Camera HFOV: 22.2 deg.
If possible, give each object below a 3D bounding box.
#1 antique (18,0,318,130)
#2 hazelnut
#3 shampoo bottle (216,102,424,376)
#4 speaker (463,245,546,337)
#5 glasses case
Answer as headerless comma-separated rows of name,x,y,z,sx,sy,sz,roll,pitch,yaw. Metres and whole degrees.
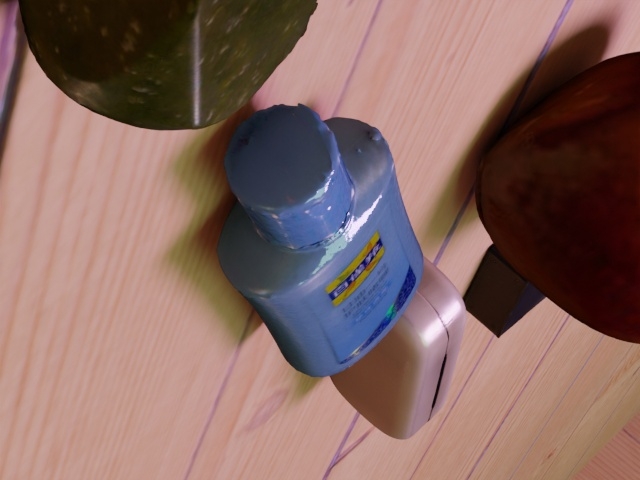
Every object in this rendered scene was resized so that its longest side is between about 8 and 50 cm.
antique,-0.026,-0.127,0.454,0.080,0.081,0.221,-29,153,-47
hazelnut,0.199,-0.034,1.087,0.208,0.208,0.208,-44,162,-18
shampoo bottle,0.000,0.000,0.825,0.104,0.061,0.258,-49,163,-7
speaker,0.207,-0.008,1.352,0.218,0.044,0.082,-35,158,-39
glasses case,0.046,0.065,1.042,0.050,0.083,0.196,-45,164,-20
